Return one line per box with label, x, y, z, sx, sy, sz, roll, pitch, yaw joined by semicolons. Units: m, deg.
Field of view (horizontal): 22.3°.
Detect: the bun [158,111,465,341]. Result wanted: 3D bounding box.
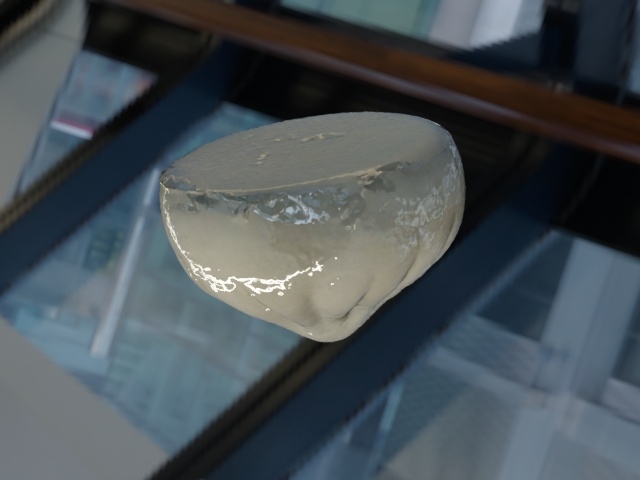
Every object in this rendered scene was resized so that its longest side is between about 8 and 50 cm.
bun;0.000;0.000;0.721;0.138;0.094;0.138;-9;-166;2
